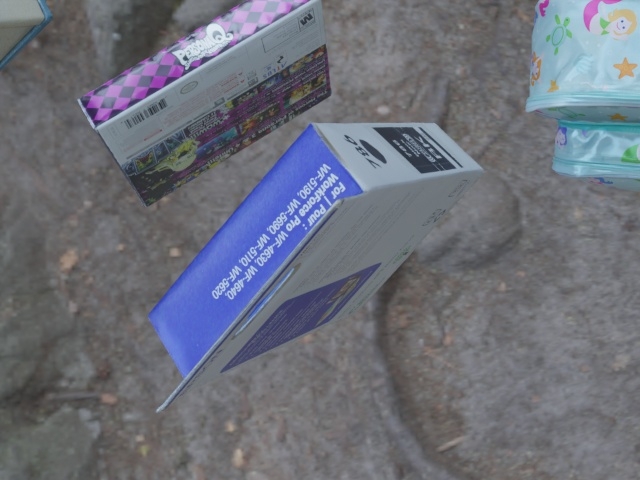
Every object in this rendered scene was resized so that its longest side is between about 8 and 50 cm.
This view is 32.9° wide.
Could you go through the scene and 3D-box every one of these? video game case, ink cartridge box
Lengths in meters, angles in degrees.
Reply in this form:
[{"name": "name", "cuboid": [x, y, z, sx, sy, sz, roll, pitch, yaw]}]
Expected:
[{"name": "video game case", "cuboid": [-0.098, -0.137, 1.035, 0.232, 0.210, 0.042, -32, 74, -6]}, {"name": "ink cartridge box", "cuboid": [0.000, 0.000, 0.713, 0.065, 0.332, 0.165, 45, 108, 10]}]

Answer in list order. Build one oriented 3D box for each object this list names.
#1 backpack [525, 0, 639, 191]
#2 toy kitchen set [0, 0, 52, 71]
[{"name": "backpack", "cuboid": [0.295, -0.136, 0.945, 0.225, 0.253, 0.191, 8, 90, 27]}, {"name": "toy kitchen set", "cuboid": [-0.308, -0.218, 0.873, 0.166, 0.122, 0.207, -34, 82, 33]}]
